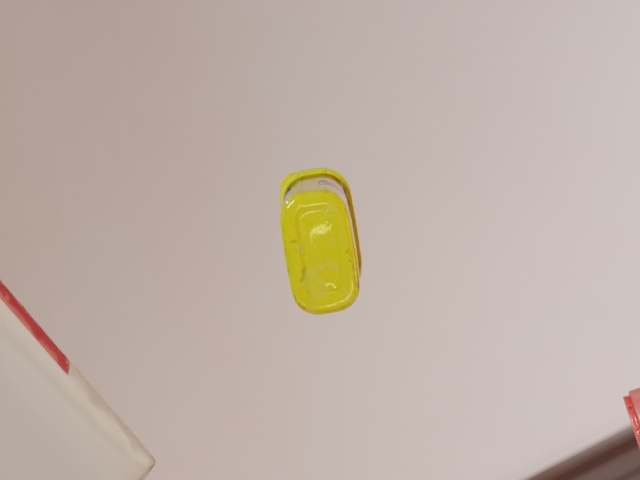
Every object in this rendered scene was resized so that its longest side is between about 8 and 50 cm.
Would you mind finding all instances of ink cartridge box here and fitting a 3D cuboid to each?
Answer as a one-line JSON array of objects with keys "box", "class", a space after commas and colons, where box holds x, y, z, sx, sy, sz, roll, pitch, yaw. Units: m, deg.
[{"box": [-0.288, 0.102, 1.331, 0.306, 0.131, 0.226, 12, 145, 55], "class": "ink cartridge box"}]

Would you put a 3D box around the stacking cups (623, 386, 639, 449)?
[{"box": [0.415, 0.117, 1.582, 0.096, 0.316, 0.096, -21, -90, -84], "class": "stacking cups"}]

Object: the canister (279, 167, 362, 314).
[{"box": [0.000, 0.000, 1.836, 0.170, 0.073, 0.126, -88, -11, -82], "class": "canister"}]
